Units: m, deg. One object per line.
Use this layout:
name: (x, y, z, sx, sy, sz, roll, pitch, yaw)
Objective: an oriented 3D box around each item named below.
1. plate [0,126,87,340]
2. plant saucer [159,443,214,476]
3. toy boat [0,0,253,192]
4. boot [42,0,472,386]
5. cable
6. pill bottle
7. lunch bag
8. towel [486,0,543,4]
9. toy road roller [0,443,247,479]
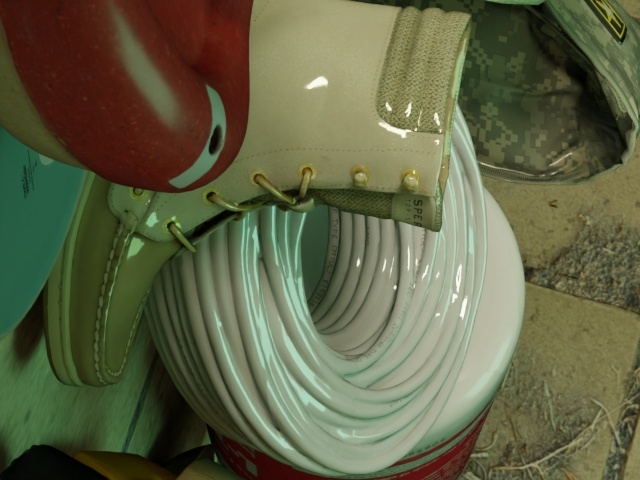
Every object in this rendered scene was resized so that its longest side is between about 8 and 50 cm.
plate: (-0.114, -0.025, 0.555, 0.188, 0.024, 0.188, 16, 90, -83)
plant saucer: (-0.126, 0.242, 1.117, 0.198, 0.036, 0.198, 16, 90, -85)
toy boat: (-0.019, -0.125, 0.463, 0.151, 0.151, 0.231, 29, 77, -71)
boot: (-0.027, -0.021, 0.683, 0.077, 0.165, 0.213, 64, 41, -80)
cable: (0.000, 0.000, 0.843, 0.257, 0.089, 0.257, 20, 76, -53)
pill bottle: (0.019, 0.099, 1.154, 0.407, 0.229, 0.229, 92, 15, -67)
lunch bag: (0.127, -0.158, 1.185, 0.235, 0.287, 0.169, -59, 164, -65)
towel: (-0.029, -0.146, 0.160, 0.325, 0.038, 0.248, -8, 119, -46)
toy road roller: (-0.089, 0.248, 0.751, 0.240, 0.202, 0.329, -62, 169, -1)
